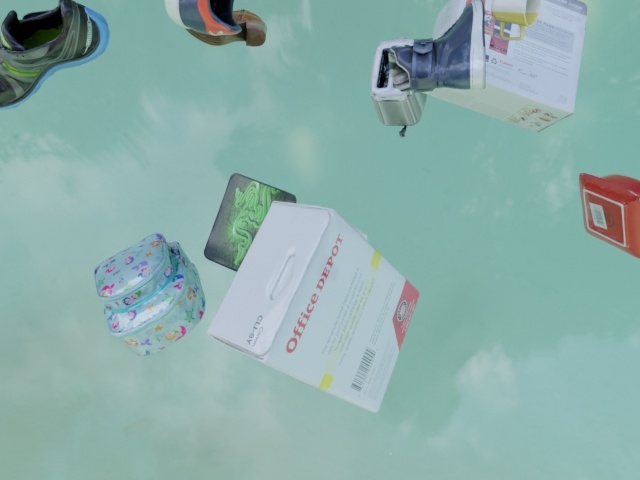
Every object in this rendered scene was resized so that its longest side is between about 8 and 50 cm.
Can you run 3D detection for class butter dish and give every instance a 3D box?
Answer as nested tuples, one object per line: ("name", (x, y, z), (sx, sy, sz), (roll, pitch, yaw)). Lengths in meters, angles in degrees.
("butter dish", (0.621, -0.071, 1.008), (0.118, 0.160, 0.160), (-27, 29, -6))

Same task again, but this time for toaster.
("toaster", (0.195, -0.392, 1.252), (0.129, 0.146, 0.227), (6, 77, 22))

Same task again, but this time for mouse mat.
("mouse mat", (-0.144, -0.026, 1.008), (0.152, 0.007, 0.190), (21, 93, 13))

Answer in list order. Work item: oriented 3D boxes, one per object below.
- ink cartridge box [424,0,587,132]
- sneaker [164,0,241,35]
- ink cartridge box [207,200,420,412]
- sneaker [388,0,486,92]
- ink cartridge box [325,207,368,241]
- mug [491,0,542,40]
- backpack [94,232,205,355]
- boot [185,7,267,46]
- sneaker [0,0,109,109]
("ink cartridge box", (0.413, -0.429, 1.116), (0.309, 0.130, 0.272), (16, 79, -10))
("sneaker", (-0.155, -0.524, 0.840), (0.148, 0.350, 0.131), (25, 33, 13))
("ink cartridge box", (0.011, 0.137, 0.967), (0.160, 0.384, 0.279), (11, 69, 40))
("sneaker", (0.204, -0.339, 0.869), (0.163, 0.086, 0.226), (-1, 48, 20))
("ink cartridge box", (0.000, 0.000, 1.296), (0.160, 0.093, 0.219), (-12, 27, -28))
("mug", (0.308, -0.369, 0.797), (0.064, 0.062, 0.078), (22, 96, 38))
("backpack", (-0.385, 0.123, 1.134), (0.225, 0.191, 0.253), (-30, 45, -4))
("boot", (-0.224, -0.509, 1.163), (0.197, 0.073, 0.152), (9, 36, -20))
("sneaker", (-0.322, -0.205, 0.537), (0.188, 0.078, 0.067), (-24, 74, 12))
